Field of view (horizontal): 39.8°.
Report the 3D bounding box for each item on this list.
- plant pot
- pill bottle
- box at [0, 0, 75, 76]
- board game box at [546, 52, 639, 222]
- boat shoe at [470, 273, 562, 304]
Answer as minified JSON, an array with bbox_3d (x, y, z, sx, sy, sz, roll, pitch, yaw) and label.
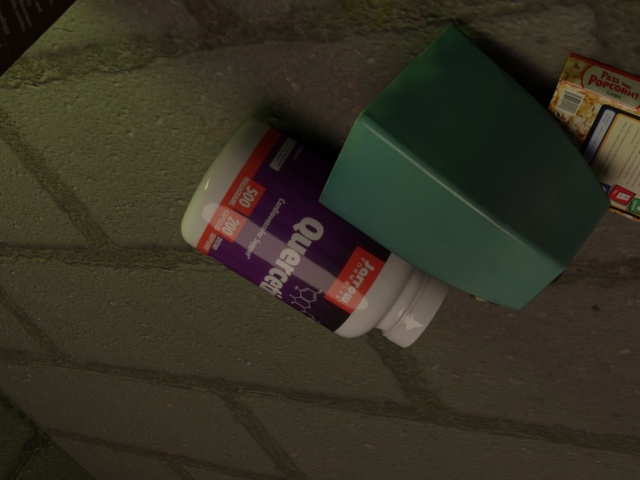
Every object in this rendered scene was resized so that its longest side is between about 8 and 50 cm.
[{"bbox_3d":[0.152,-0.054,0.889,0.234,0.165,0.166,40,151,7],"label":"plant pot"},{"bbox_3d":[0.000,0.000,1.112,0.322,0.182,0.181,31,147,-3],"label":"pill bottle"},{"bbox_3d":[-0.388,-0.255,0.882,0.191,0.381,0.143,17,142,18],"label":"box"},{"bbox_3d":[0.313,-0.088,0.883,0.193,0.045,0.147,23,146,10],"label":"board game box"},{"bbox_3d":[0.255,0.017,1.047,0.073,0.080,0.223,22,147,-8],"label":"boat shoe"}]
